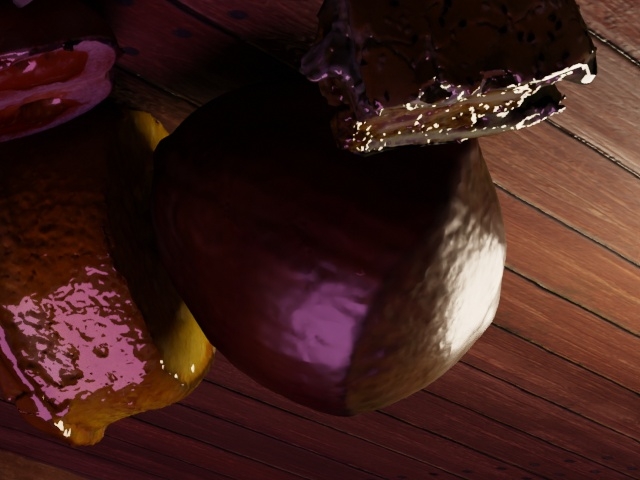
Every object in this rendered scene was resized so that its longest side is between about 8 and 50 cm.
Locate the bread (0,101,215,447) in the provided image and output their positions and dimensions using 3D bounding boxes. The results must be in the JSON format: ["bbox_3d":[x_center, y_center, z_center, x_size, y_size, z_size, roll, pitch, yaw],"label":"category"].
[{"bbox_3d":[-0.263,0.034,2.151,0.215,0.398,0.398,-12,155,16],"label":"bread"}]

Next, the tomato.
[{"bbox_3d":[-0.310,-0.186,1.890,0.199,0.112,0.228,-20,166,-21],"label":"tomato"}]

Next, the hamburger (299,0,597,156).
[{"bbox_3d":[0.106,-0.190,1.719,0.288,0.192,0.168,-13,175,-25],"label":"hamburger"}]

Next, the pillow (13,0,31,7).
[{"bbox_3d":[-0.338,-0.297,1.697,0.254,0.078,0.144,21,146,-35],"label":"pillow"}]

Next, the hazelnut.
[{"bbox_3d":[0.000,0.000,2.024,0.421,0.352,0.421,17,173,2],"label":"hazelnut"}]
